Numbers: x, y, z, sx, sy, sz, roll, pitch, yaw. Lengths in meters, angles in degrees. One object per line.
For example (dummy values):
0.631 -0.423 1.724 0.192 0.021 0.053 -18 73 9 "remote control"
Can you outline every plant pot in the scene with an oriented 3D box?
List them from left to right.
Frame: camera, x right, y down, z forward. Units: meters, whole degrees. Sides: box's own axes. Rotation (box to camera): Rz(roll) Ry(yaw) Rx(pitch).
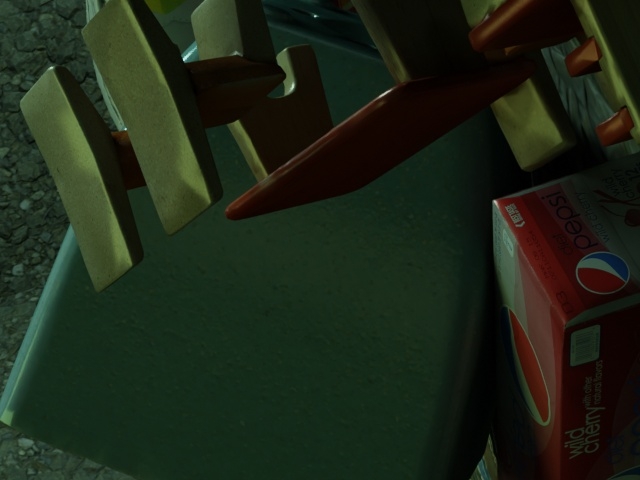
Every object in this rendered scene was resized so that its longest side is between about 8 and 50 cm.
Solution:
0.000 0.000 1.035 0.248 0.247 0.252 -39 -32 -72 "plant pot"

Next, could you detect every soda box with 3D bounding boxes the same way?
0.145 0.079 0.960 0.263 0.083 0.092 83 166 -50 "soda box"

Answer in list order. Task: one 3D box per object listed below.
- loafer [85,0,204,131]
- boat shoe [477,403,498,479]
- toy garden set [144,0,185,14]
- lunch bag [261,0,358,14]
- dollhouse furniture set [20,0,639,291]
-0.111 -0.177 1.208 0.111 0.112 0.319 91 163 -78 "loafer"
0.159 0.173 1.164 0.183 0.066 0.066 61 166 3 "boat shoe"
-0.047 -0.226 1.026 0.049 0.244 0.204 -96 -4 -53 "toy garden set"
0.004 -0.182 1.237 0.293 0.120 0.258 -124 22 -60 "lunch bag"
0.050 -0.061 0.753 0.259 0.262 0.135 -34 75 54 "dollhouse furniture set"
